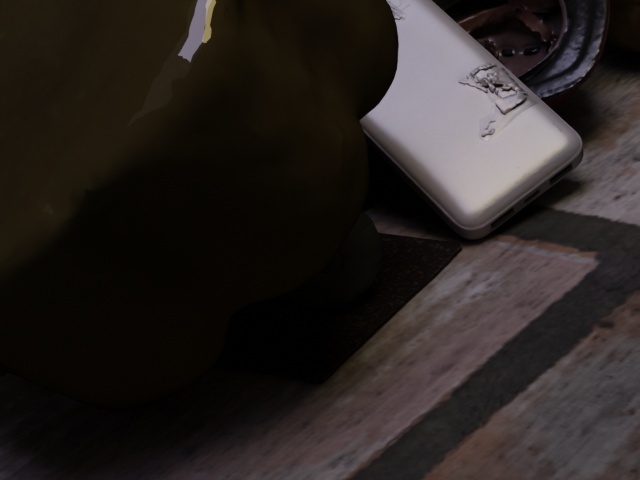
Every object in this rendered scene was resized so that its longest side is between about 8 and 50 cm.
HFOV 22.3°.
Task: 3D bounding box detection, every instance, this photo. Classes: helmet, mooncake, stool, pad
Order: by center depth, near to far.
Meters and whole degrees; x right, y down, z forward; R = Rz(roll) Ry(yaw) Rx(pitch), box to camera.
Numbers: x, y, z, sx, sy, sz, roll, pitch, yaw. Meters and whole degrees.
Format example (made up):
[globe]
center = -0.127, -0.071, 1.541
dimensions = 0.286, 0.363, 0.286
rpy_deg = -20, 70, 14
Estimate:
[mooncake]
center = -0.163, -0.085, 1.334
dimensions = 0.467, 0.262, 0.467
rpy_deg = -29, 40, 27
[stool]
center = 0.000, 0.000, 1.390
dimensions = 0.096, 0.096, 0.110
rpy_deg = -19, 21, -2
[pad]
center = -0.061, 0.043, 1.454
dimensions = 0.330, 0.004, 0.220
rpy_deg = 8, 36, 41
[helmet]
center = 0.173, -0.195, 1.599
dimensions = 0.253, 0.198, 0.154
rpy_deg = 4, -12, 23

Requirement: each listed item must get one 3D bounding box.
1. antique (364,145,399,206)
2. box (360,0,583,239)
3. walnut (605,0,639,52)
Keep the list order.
[antique]
center = -0.009, -0.061, 1.531
dimensions = 0.221, 0.080, 0.081
rpy_deg = -27, 28, -26
[box]
center = 0.101, -0.130, 1.490
dimensions = 0.142, 0.044, 0.285
rpy_deg = -35, 60, -12
[walnut]
center = 0.329, -0.285, 1.636
dimensions = 0.198, 0.198, 0.245
rpy_deg = -31, 39, -25
